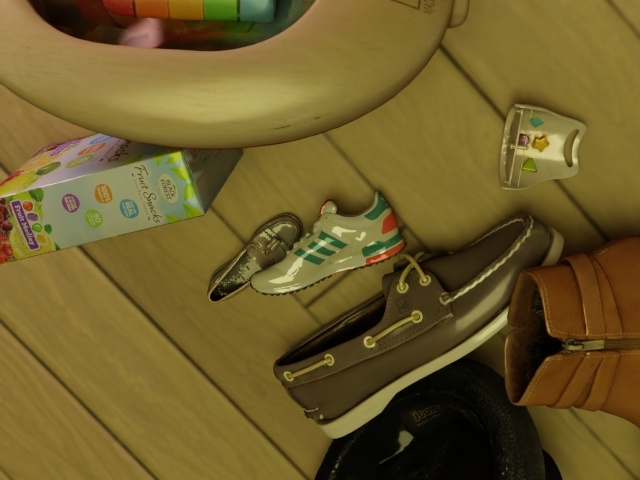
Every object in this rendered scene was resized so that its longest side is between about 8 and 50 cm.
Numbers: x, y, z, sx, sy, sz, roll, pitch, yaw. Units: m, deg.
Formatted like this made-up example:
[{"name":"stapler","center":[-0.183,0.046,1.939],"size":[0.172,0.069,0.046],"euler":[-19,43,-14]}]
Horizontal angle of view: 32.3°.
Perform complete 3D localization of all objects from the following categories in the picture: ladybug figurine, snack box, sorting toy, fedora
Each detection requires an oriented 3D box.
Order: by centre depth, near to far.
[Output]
[{"name":"ladybug figurine","center":[-0.099,-0.207,0.957],"size":[0.450,0.162,0.305],"euler":[9,70,7]},{"name":"sorting toy","center":[0.212,-0.089,1.048],"size":[0.075,0.045,0.083],"euler":[7,110,0]},{"name":"snack box","center":[-0.194,-0.060,1.054],"size":[0.207,0.174,0.070],"euler":[-12,110,12]},{"name":"fedora","center":[0.130,0.287,1.111],"size":[0.153,0.334,0.334],"euler":[23,116,-32]}]

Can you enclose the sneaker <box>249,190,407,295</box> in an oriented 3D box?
[{"name":"sneaker","center":[0.000,0.000,1.103],"size":[0.161,0.057,0.075],"euler":[-18,100,3]}]

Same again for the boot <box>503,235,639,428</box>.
[{"name":"boot","center":[0.277,0.137,1.026],"size":[0.220,0.109,0.283],"euler":[-9,108,-26]}]

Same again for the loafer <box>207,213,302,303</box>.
[{"name":"loafer","center":[-0.068,0.023,1.135],"size":[0.125,0.039,0.045],"euler":[-41,99,20]}]

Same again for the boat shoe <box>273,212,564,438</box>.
[{"name":"boat shoe","center":[0.090,0.072,1.089],"size":[0.097,0.116,0.324],"euler":[45,116,-11]}]
